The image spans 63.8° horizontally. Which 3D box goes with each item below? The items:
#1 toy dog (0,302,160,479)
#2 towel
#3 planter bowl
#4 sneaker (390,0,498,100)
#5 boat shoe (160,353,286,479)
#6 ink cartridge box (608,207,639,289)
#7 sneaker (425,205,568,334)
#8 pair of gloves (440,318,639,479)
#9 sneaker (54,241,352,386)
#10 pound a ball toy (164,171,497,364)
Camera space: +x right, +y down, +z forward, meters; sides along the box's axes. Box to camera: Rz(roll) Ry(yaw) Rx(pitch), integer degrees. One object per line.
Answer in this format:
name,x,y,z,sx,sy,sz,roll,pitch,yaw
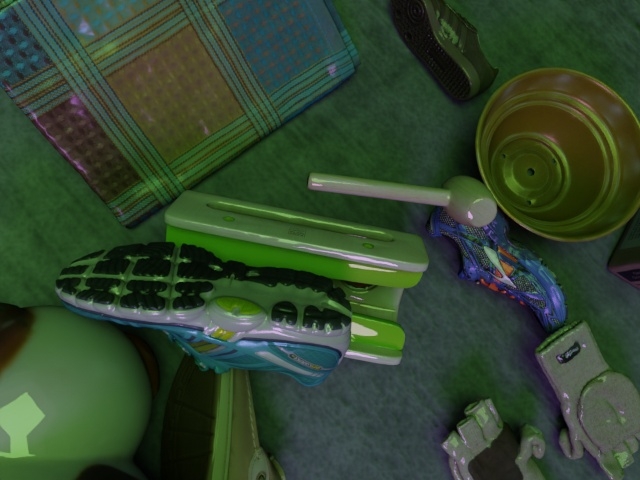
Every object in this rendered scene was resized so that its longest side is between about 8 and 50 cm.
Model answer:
toy dog,-0.239,0.245,0.429,0.395,0.285,0.407,-42,54,22
towel,-0.147,-0.215,0.585,0.370,0.040,0.271,-38,123,-9
planter bowl,0.283,-0.097,0.647,0.218,0.090,0.217,1,81,-6
sneaker,0.165,-0.276,0.690,0.071,0.066,0.188,-32,90,-26
boat shoe,-0.100,0.273,0.557,0.110,0.122,0.340,8,78,-39
ink cartridge box,0.478,-0.051,0.605,0.088,0.193,0.234,32,79,0
sneaker,0.215,0.030,0.637,0.087,0.083,0.221,-40,86,10
pair of gloves,0.269,0.235,0.610,0.240,0.042,0.204,-40,98,-5
sneaker,-0.109,0.079,0.482,0.276,0.107,0.109,14,120,-3
pound a ball toy,0.000,0.000,0.569,0.320,0.135,0.208,10,111,-2
